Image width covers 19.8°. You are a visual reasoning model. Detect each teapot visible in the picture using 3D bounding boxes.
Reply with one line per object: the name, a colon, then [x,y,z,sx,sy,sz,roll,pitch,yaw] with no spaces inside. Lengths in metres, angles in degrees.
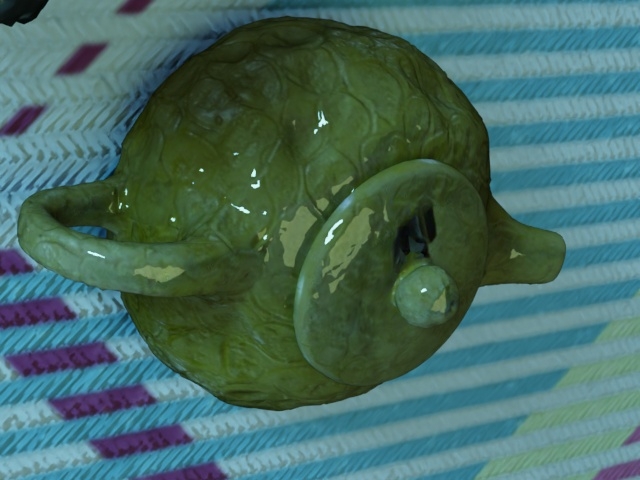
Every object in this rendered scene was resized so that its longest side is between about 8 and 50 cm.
teapot: [0.000,0.000,0.910,0.311,0.167,0.203,0,113,-40]

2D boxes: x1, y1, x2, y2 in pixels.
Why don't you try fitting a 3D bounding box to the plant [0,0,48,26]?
plant: [-0.140,-0.245,0.625,0.213,0.215,0.312,14,100,-41]
